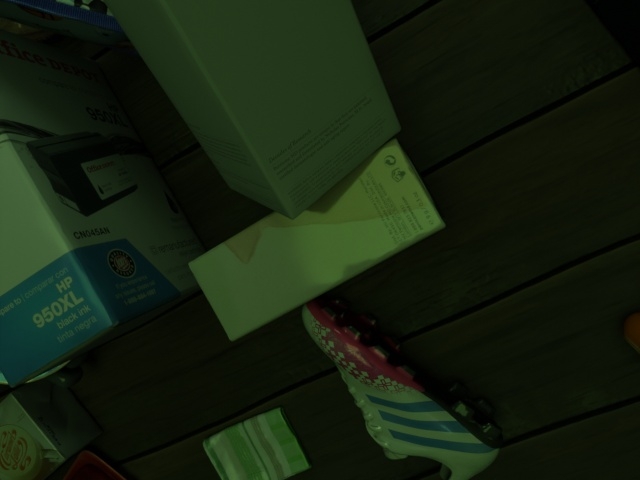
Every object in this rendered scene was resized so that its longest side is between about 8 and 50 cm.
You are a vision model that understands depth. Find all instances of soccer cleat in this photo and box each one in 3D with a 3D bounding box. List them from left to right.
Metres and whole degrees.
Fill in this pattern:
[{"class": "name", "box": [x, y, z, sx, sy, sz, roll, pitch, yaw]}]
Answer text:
[{"class": "soccer cleat", "box": [0.088, 0.216, 0.693, 0.331, 0.116, 0.143, 36, 103, 5]}]

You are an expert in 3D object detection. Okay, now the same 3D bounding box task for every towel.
[{"class": "towel", "box": [-0.103, 0.341, 0.802, 0.152, 0.023, 0.113, -28, 92, 15]}]

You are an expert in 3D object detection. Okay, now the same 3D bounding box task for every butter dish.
[{"class": "butter dish", "box": [-0.394, 0.468, 0.836, 0.160, 0.118, 0.160, 35, 104, 6]}]

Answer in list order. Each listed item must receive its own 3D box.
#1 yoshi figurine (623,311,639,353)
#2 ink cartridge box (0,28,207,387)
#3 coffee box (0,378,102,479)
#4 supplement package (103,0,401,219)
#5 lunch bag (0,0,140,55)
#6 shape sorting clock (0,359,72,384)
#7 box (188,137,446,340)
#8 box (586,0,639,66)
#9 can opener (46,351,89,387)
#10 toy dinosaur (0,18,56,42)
[{"class": "yoshi figurine", "box": [0.512, -0.003, 0.569, 0.203, 0.203, 0.362, 46, 127, 44]}, {"class": "ink cartridge box", "box": [-0.344, -0.059, 0.666, 0.166, 0.285, 0.395, -30, 90, 13]}, {"class": "coffee box", "box": [-0.519, 0.361, 0.859, 0.246, 0.098, 0.141, -40, 88, 14]}, {"class": "supplement package", "box": [-0.073, -0.202, 0.536, 0.175, 0.177, 0.293, -41, 126, -15]}, {"class": "lunch bag", "box": [-0.225, -0.398, 0.612, 0.385, 0.239, 0.328, 7, 102, -20]}, {"class": "shape sorting clock", "box": [-0.449, 0.110, 0.758, 0.206, 0.040, 0.206, 4, 69, -11]}, {"class": "box", "box": [0.000, 0.000, 0.671, 0.311, 0.148, 0.121, -30, 90, 13]}, {"class": "box", "box": [0.382, -0.416, 0.493, 0.293, 0.212, 0.395, -37, 88, 14]}, {"class": "can opener", "box": [-0.513, 0.152, 0.793, 0.283, 0.095, 0.076, 24, 103, 9]}, {"class": "toy dinosaur", "box": [-0.459, -0.333, 0.746, 0.295, 0.127, 0.200, -18, 101, 2]}]
